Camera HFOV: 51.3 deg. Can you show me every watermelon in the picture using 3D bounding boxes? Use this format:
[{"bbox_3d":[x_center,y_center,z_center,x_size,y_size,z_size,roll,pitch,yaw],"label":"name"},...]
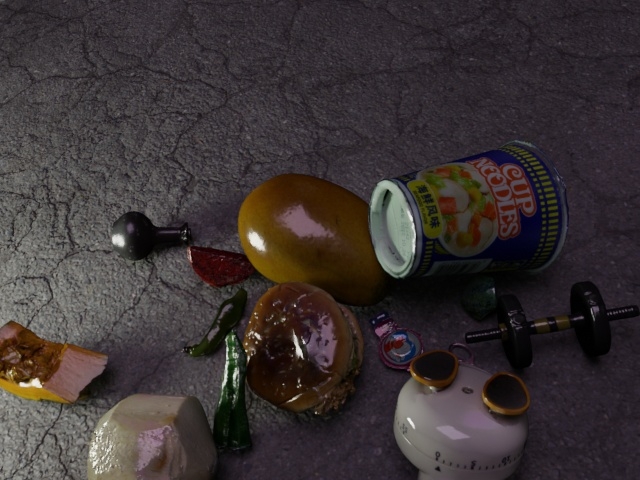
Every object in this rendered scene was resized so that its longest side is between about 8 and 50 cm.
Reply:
[{"bbox_3d":[0.336,0.111,1.378,0.085,0.092,0.072,37,29,23],"label":"watermelon"}]

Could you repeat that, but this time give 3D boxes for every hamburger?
[{"bbox_3d":[-0.039,0.220,1.314,0.243,0.146,0.286,-29,63,13],"label":"hamburger"}]

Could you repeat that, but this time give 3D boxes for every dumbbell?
[{"bbox_3d":[0.439,0.160,1.269,0.326,0.143,0.143,-10,52,4],"label":"dumbbell"}]

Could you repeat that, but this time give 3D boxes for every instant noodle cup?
[{"bbox_3d":[0.272,-0.043,1.318,0.313,0.284,0.284,-9,49,-20],"label":"instant noodle cup"}]

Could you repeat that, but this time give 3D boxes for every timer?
[{"bbox_3d":[0.241,0.339,1.172,0.234,0.240,0.233,5,26,-2],"label":"timer"}]

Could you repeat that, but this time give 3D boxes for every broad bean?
[{"bbox_3d":[-0.216,0.183,1.454,0.061,0.046,0.195,31,66,27],"label":"broad bean"}]

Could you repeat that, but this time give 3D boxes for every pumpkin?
[{"bbox_3d":[-0.586,0.274,1.426,0.248,0.126,0.131,23,51,5],"label":"pumpkin"}]

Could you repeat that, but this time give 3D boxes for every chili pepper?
[{"bbox_3d":[-0.170,0.282,1.279,0.088,0.059,0.226,2,93,25],"label":"chili pepper"}]

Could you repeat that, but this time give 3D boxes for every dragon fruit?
[{"bbox_3d":[-0.229,0.061,1.535,0.162,0.083,0.106,9,8,-10],"label":"dragon fruit"}]

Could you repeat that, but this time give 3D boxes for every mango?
[{"bbox_3d":[0.000,0.000,1.446,0.378,0.221,0.264,32,60,19],"label":"mango"}]

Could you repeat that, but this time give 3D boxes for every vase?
[{"bbox_3d":[-0.404,-0.012,1.610,0.183,0.120,0.120,-1,51,-8],"label":"vase"}]

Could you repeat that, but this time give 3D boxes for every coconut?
[{"bbox_3d":[-0.290,0.388,1.206,0.241,0.241,0.241,-6,52,8],"label":"coconut"}]

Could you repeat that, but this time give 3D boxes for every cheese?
[{"bbox_3d":[0.154,0.205,1.362,0.095,0.038,0.145,-29,54,-11],"label":"cheese"}]

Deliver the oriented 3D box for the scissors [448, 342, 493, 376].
[{"bbox_3d":[0.313,0.264,1.293,0.176,0.022,0.085,28,62,32],"label":"scissors"}]
